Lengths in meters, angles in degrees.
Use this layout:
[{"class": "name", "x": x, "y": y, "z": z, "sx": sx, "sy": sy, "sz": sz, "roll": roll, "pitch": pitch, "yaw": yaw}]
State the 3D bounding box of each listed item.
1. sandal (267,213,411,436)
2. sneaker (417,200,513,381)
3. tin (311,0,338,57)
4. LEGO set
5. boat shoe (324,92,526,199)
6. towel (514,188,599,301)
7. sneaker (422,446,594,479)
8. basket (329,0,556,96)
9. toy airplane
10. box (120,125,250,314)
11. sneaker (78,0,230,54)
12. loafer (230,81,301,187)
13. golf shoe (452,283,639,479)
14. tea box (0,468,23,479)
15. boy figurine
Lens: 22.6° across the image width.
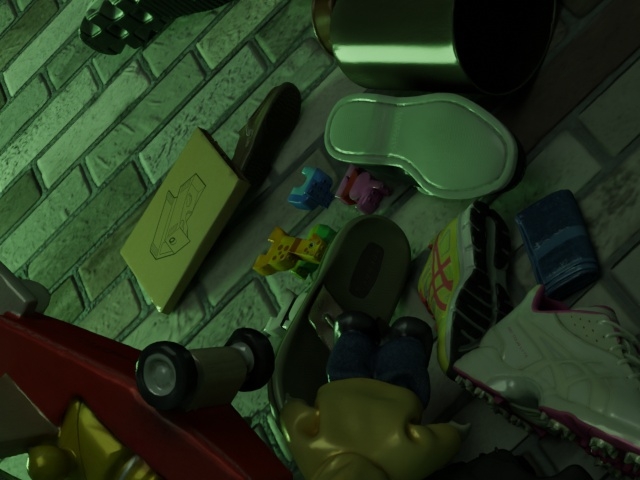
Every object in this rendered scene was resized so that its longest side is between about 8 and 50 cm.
[{"class": "sandal", "x": 0.030, "y": 0.094, "z": 1.666, "sx": 0.086, "sy": 0.120, "sz": 0.302, "roll": -31, "pitch": 37, "yaw": 55}, {"class": "sneaker", "x": 0.140, "y": 0.063, "z": 1.633, "sx": 0.094, "sy": 0.081, "sz": 0.208, "roll": -29, "pitch": 36, "yaw": 38}, {"class": "tin", "x": 0.048, "y": -0.316, "z": 2.013, "sx": 0.040, "sy": 0.106, "sz": 0.189, "roll": 0, "pitch": 61, "yaw": 37}, {"class": "LEGO set", "x": 0.000, "y": 0.000, "z": 1.815, "sx": 0.093, "sy": 0.087, "sz": 0.227, "roll": 11, "pitch": 69, "yaw": 50}, {"class": "boat shoe", "x": 0.130, "y": -0.106, "z": 1.762, "sx": 0.302, "sy": 0.091, "sz": 0.114, "roll": 25, "pitch": 99, "yaw": 50}, {"class": "towel", "x": 0.238, "y": 0.003, "z": 1.610, "sx": 0.067, "sy": 0.029, "sz": 0.119, "roll": -33, "pitch": 40, "yaw": 22}, {"class": "sneaker", "x": 0.135, "y": 0.252, "z": 1.469, "sx": 0.286, "sy": 0.109, "sz": 0.130, "roll": 2, "pitch": 52, "yaw": 40}, {"class": "basket", "x": 0.130, "y": -0.247, "z": 1.838, "sx": 0.227, "sy": 0.154, "sz": 0.204, "roll": -4, "pitch": 55, "yaw": 49}, {"class": "toy airplane", "x": -0.243, "y": 0.178, "z": 1.520, "sx": 0.384, "sy": 0.386, "sz": 0.272, "roll": -133, "pitch": 51, "yaw": -73}, {"class": "box", "x": -0.175, "y": -0.027, "z": 2.041, "sx": 0.201, "sy": 0.021, "sz": 0.164, "roll": -57, "pitch": 35, "yaw": 12}, {"class": "sneaker", "x": -0.225, "y": -0.400, "z": 2.353, "sx": 0.330, "sy": 0.122, "sz": 0.146, "roll": -18, "pitch": 50, "yaw": 36}, {"class": "loafer", "x": -0.076, "y": -0.138, "z": 2.034, "sx": 0.050, "sy": 0.056, "sz": 0.148, "roll": 16, "pitch": 72, "yaw": 45}, {"class": "golf shoe", "x": 0.249, "y": 0.125, "z": 1.433, "sx": 0.140, "sy": 0.115, "sz": 0.306, "roll": -54, "pitch": 38, "yaw": -8}, {"class": "tea box", "x": -0.346, "y": 0.390, "z": 1.657, "sx": 0.220, "sy": 0.323, "sz": 0.329, "roll": -52, "pitch": 36, "yaw": -1}, {"class": "boy figurine", "x": 0.048, "y": 0.181, "z": 1.469, "sx": 0.177, "sy": 0.092, "sz": 0.285, "roll": 5, "pitch": 38, "yaw": 6}]
